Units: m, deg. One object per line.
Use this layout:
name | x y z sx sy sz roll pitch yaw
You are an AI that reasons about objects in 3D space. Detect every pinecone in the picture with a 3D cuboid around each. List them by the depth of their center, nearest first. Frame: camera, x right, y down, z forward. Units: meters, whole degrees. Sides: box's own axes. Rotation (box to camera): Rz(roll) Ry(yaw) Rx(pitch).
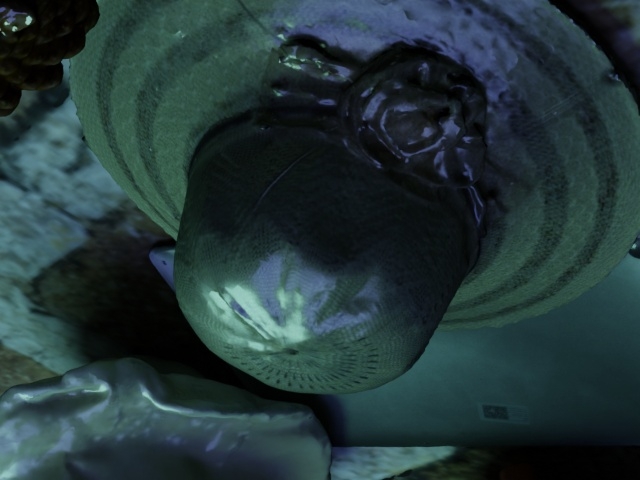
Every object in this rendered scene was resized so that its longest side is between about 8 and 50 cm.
pinecone | -0.139 -0.088 0.531 0.109 0.102 0.102 -15 136 37

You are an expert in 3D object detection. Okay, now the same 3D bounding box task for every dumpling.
dumpling | -0.092 0.127 0.790 0.193 0.147 0.258 -33 143 19

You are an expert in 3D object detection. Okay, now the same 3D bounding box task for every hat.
hat | 0.000 0.000 0.585 0.252 0.110 0.252 11 142 9

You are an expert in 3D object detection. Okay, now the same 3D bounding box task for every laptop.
laptop | 0.067 0.052 0.728 0.269 0.015 0.187 -4 140 27

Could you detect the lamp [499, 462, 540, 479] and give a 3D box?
lamp | 0.116 0.203 0.804 0.188 0.163 0.187 -4 165 -1
